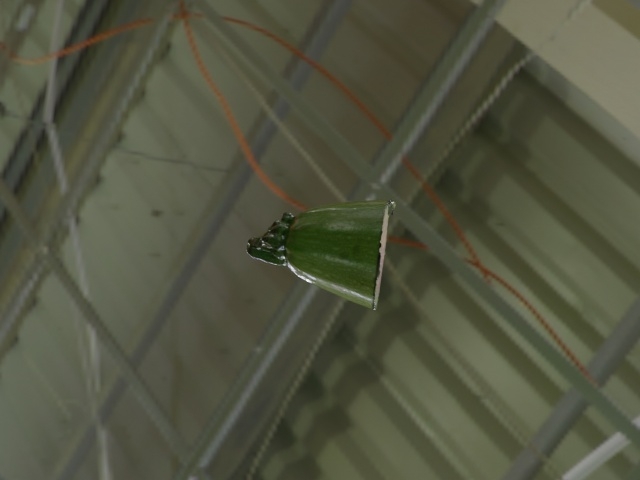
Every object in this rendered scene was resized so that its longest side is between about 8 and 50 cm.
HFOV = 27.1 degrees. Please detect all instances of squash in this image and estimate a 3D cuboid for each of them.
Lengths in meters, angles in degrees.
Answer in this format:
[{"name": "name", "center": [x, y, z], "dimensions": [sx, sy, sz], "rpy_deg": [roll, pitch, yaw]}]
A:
[{"name": "squash", "center": [-0.005, 0.002, 1.214], "dimensions": [0.132, 0.105, 0.105], "rpy_deg": [10, -86, 6]}]
